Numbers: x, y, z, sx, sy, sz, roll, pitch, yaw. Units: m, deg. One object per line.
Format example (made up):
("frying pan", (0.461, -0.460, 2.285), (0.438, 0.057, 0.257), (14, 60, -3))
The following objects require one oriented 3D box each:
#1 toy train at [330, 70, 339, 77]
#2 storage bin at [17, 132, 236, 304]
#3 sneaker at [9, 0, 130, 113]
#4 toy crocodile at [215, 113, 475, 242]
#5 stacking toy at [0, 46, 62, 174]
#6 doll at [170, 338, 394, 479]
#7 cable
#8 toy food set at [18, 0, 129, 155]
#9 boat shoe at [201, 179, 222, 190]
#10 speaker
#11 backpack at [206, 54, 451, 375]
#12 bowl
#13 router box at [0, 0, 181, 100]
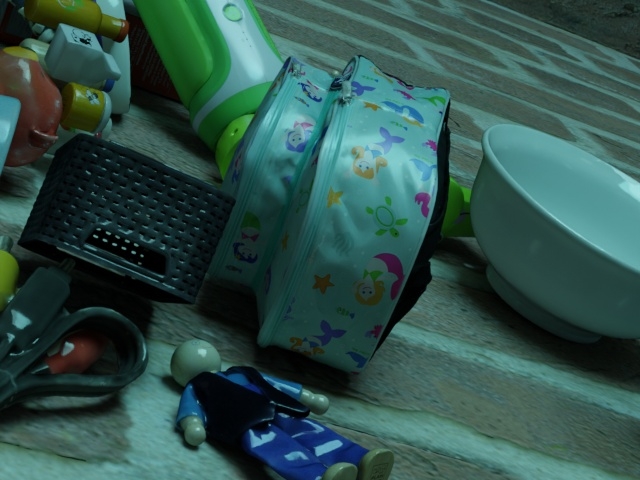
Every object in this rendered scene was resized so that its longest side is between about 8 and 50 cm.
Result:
("toy train", (0.078, -0.179, 2.056), (0.125, 0.046, 0.166), (20, 9, -22))
("storage bin", (-0.148, -0.013, 1.135), (0.122, 0.084, 0.180), (23, -7, -14))
("sneaker", (-0.336, -0.274, 1.602), (0.236, 0.322, 0.130), (-11, 2, -8))
("toy crocodile", (0.048, -0.059, 1.626), (0.341, 0.105, 0.115), (18, 18, -33))
("stacking toy", (-0.249, -0.140, 1.181), (0.130, 0.279, 0.309), (18, 23, -13))
("doll", (-0.037, 0.124, 1.064), (0.189, 0.046, 0.129), (29, 27, 36))
("cable", (-0.206, 0.092, 0.978), (0.139, 0.072, 0.287), (40, 30, -5))
("toy food set", (-0.224, -0.147, 1.458), (0.105, 0.111, 0.232), (15, 25, -31))
("boat shoe", (-0.096, -0.026, 1.435), (0.056, 0.048, 0.153), (44, 31, 18))
("speaker", (-0.132, -0.244, 1.676), (0.131, 0.131, 0.296), (-2, 61, -54))
("backpack", (0.011, -0.022, 1.258), (0.191, 0.225, 0.253), (17, 29, -10))
("bowl", (0.265, 0.013, 1.590), (0.298, 0.134, 0.298), (26, 22, -12))
("router box", (-0.247, -0.284, 1.890), (0.301, 0.082, 0.335), (18, 19, -19))
